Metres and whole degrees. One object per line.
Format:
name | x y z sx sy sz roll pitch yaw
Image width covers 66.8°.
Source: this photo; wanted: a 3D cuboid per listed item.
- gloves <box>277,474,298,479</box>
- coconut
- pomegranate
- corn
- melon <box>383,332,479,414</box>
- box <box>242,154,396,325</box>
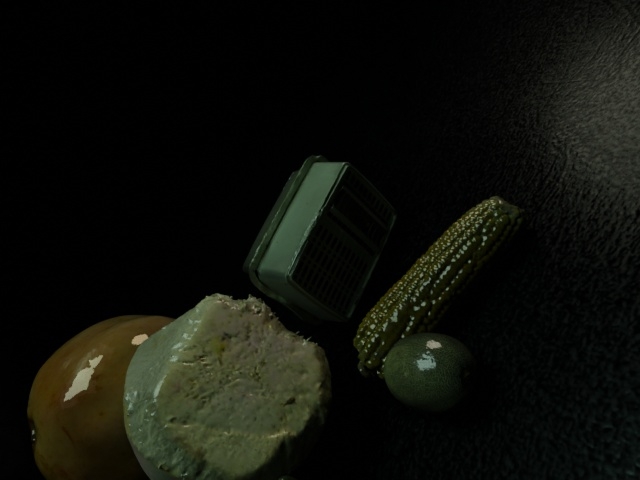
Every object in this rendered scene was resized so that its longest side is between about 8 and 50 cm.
gloves | 0.038 0.350 0.516 0.268 0.107 0.135 29 92 50
coconut | -0.149 0.245 0.751 0.309 0.298 0.297 125 167 -55
pomegranate | -0.370 0.345 1.001 0.411 0.412 0.411 -43 26 26
corn | 0.160 0.068 0.688 0.319 0.097 0.097 -49 23 8
melon | 0.133 0.162 0.598 0.131 0.098 0.097 -22 39 60
box | 0.000 0.000 0.930 0.166 0.221 0.290 5 61 48
